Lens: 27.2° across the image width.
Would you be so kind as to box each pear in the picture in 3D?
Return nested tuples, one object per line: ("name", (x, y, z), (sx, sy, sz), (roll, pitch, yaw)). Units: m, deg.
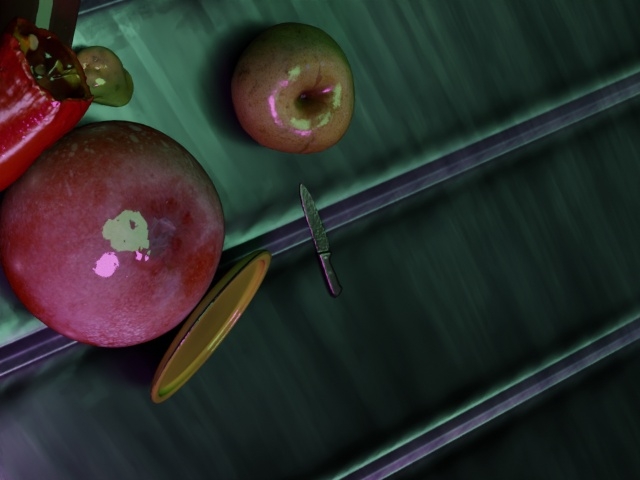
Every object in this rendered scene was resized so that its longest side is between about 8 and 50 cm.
("pear", (-0.034, -0.192, 1.693), (0.167, 0.136, 0.167), (-7, 104, -27))

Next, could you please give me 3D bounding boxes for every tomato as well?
("tomato", (-0.239, -0.008, 1.550), (0.270, 0.227, 0.270), (-3, 97, -31))

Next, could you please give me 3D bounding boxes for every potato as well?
("potato", (-0.265, -0.196, 1.606), (0.068, 0.062, 0.083), (-51, 141, 3))

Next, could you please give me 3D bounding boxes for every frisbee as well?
("frisbee", (-0.138, 0.105, 1.649), (0.017, 0.236, 0.236), (37, 76, 8))

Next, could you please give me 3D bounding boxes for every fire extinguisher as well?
("fire extinguisher", (-0.319, -0.278, 1.532), (0.104, 0.104, 0.269), (10, 92, -31))

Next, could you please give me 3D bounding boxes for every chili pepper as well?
("chili pepper", (-0.407, -0.098, 1.471), (0.338, 0.131, 0.135), (-35, 86, 17))

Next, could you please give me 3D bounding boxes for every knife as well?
("knife", (0.000, 0.000, 1.816), (0.023, 0.010, 0.170), (-26, 109, -24))
